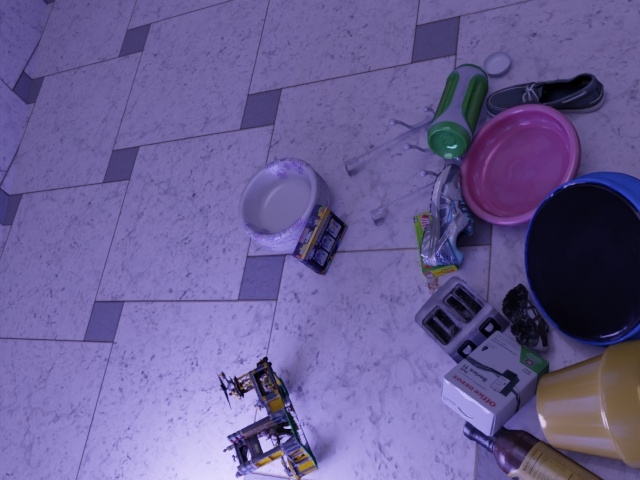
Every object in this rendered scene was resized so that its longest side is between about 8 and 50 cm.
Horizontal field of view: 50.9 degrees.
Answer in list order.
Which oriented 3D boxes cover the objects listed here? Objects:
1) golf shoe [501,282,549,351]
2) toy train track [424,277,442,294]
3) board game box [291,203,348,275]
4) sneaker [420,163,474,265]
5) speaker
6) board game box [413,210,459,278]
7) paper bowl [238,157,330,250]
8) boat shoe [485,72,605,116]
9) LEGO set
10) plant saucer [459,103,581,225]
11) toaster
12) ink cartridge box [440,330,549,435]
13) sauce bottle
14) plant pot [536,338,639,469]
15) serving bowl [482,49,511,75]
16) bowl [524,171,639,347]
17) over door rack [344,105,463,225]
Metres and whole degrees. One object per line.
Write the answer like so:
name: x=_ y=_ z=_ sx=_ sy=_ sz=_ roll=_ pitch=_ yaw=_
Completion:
golf shoe: x=0.500 y=0.192 z=1.630 sx=0.077 sy=0.094 sz=0.198 roll=-40 pitch=26 yaw=31
toy train track: x=0.317 y=0.125 z=1.802 sx=0.083 sy=0.014 sz=0.048 roll=13 pitch=74 yaw=34
board game box: x=0.000 y=0.000 z=1.975 sx=0.048 sy=0.141 sz=0.170 roll=18 pitch=76 yaw=36
sneaker: x=0.353 y=-0.063 z=1.777 sx=0.122 sy=0.110 sz=0.283 roll=8 pitch=78 yaw=21
speaker: x=0.387 y=-0.365 z=1.881 sx=0.131 sy=0.131 sz=0.297 roll=-1 pitch=46 yaw=31
board game box: x=0.316 y=0.006 z=1.843 sx=0.092 sy=0.043 sz=0.181 roll=-18 pitch=59 yaw=23
paper bowl: x=-0.101 y=-0.102 z=2.082 sx=0.284 sy=0.148 sz=0.284 roll=-14 pitch=61 yaw=26
boat shoe: x=0.602 y=-0.403 z=1.835 sx=0.319 sy=0.099 sz=0.116 roll=2 pitch=69 yaw=32
LEGO set: x=-0.161 y=0.493 z=1.762 sx=0.192 sy=0.255 sz=0.331 roll=-26 pitch=62 yaw=-2
plant saucer: x=0.524 y=-0.189 z=1.753 sx=0.332 sy=0.084 sz=0.332 roll=-20 pitch=60 yaw=39
toaster: x=0.348 y=0.197 z=1.688 sx=0.168 sy=0.110 sz=0.186 roll=-46 pitch=52 yaw=3
ink cartridge box: x=0.400 y=0.325 z=1.548 sx=0.208 sy=0.087 sz=0.153 roll=-33 pitch=47 yaw=-29
sauce bottle: x=0.473 y=0.492 z=1.471 sx=0.344 sy=0.111 sz=0.111 roll=30 pitch=84 yaw=39
plant pot: x=0.595 y=0.344 z=1.398 sx=0.239 sy=0.254 sz=0.254 roll=-17 pitch=58 yaw=40
serving bowl: x=0.524 y=-0.520 z=1.985 sx=0.083 sy=0.027 sz=0.083 roll=-13 pitch=62 yaw=26
bowl: x=0.607 y=0.046 z=1.482 sx=0.391 sy=0.077 sz=0.391 roll=17 pitch=109 yaw=60
over door rack: x=0.233 y=-0.229 z=1.969 sx=0.324 sy=0.108 sz=0.240 roll=-33 pitch=53 yaw=14
